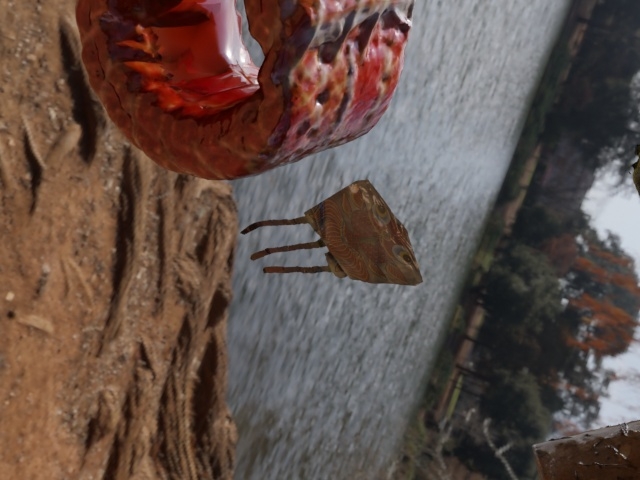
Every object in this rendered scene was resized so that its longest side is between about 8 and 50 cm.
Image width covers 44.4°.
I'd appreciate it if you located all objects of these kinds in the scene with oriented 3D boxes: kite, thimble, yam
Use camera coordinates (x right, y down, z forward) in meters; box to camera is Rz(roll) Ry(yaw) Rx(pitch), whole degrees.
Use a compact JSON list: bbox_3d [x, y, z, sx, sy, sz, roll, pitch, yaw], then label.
[{"bbox_3d":[0.002,-0.002,0.834,0.016,0.229,0.127,-43,118,-42],"label":"kite"},{"bbox_3d":[-0.086,-0.246,0.861,0.231,0.350,0.350,-25,139,-46],"label":"thimble"},{"bbox_3d":[0.211,0.150,0.496,0.079,0.141,0.079,-15,90,-78],"label":"yam"}]

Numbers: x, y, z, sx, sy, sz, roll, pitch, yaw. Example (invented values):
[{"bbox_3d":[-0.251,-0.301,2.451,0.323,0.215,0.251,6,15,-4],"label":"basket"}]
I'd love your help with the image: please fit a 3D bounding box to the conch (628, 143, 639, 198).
[{"bbox_3d":[0.185,-0.003,0.361,0.074,0.121,0.089,-17,161,-43],"label":"conch"}]
